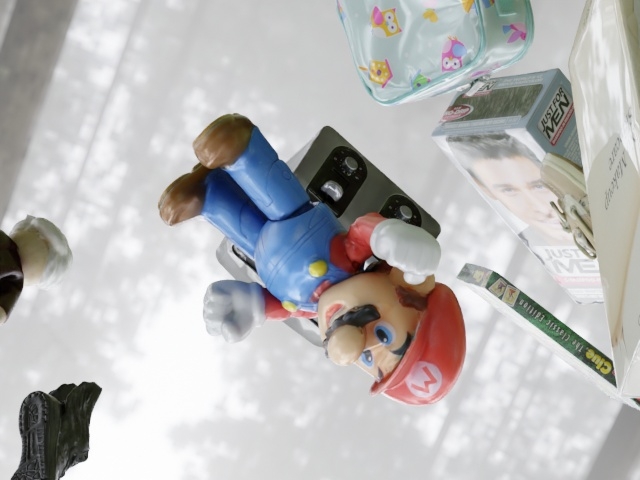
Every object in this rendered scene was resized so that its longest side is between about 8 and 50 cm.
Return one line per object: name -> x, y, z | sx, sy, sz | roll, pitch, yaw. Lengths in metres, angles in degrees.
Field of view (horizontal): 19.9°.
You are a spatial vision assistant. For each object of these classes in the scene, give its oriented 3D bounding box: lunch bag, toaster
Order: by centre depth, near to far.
toaster -> 0.000, 0.000, 1.874 | 0.168, 0.185, 0.110 | 42, -138, -8
lunch bag -> 0.124, -0.297, 2.049 | 0.108, 0.279, 0.224 | -11, 173, -45

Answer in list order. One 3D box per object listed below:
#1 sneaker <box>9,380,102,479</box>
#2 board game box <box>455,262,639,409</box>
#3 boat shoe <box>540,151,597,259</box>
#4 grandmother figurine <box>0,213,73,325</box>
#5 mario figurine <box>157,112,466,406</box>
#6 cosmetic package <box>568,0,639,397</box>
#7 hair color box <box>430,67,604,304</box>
sneaker -> -0.258, 0.212, 1.785 | 0.051, 0.170, 0.089 | -8, 156, 26
board game box -> 0.286, 0.117, 2.208 | 0.259, 0.030, 0.136 | 37, 174, -10
boat shoe -> 0.320, 0.000, 1.992 | 0.104, 0.089, 0.285 | 24, -163, -42
grandmother figurine -> -0.420, 0.021, 2.112 | 0.342, 0.104, 0.208 | -2, -108, -55
mario figurine -> -0.009, 0.034, 1.641 | 0.320, 0.170, 0.198 | 40, 164, 9
cosmetic package -> 0.263, -0.056, 1.319 | 0.113, 0.160, 0.309 | 1, -125, -5
hair color box -> 0.342, -0.066, 2.512 | 0.185, 0.113, 0.374 | -2, 138, 51
